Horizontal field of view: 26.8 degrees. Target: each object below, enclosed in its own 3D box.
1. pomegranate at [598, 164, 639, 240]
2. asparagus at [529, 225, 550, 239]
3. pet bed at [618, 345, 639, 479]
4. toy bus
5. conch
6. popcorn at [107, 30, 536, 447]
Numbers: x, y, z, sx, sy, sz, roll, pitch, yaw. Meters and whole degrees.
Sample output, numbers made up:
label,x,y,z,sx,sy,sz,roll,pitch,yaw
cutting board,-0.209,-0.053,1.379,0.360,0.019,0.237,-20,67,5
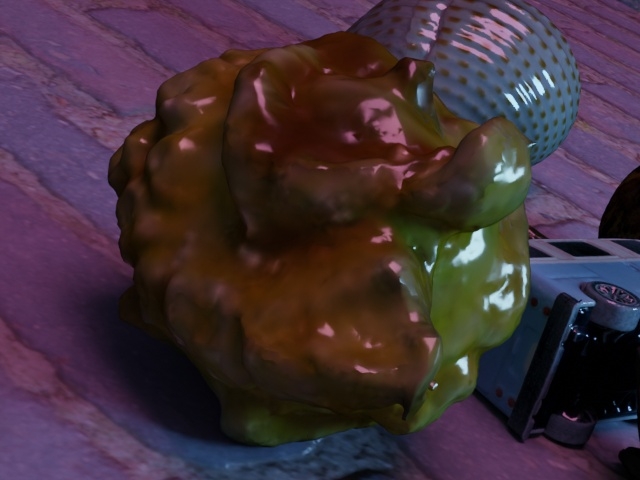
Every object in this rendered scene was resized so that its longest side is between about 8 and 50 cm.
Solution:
label,x,y,z,sx,sy,sz,roll,pitch,yaw
pomegranate,0.398,-0.031,1.356,0.204,0.277,0.222,-5,16,-45
asparagus,0.250,0.012,1.449,0.108,0.021,0.025,36,30,30
pet bed,0.335,0.175,1.001,0.183,0.159,0.211,-7,24,-4
toy bus,0.240,0.071,1.158,0.271,0.133,0.165,0,27,-39
conch,0.148,-0.202,1.609,0.303,0.215,0.319,23,18,32
popcorn,0.006,0.005,0.940,0.335,0.274,0.279,45,2,28
